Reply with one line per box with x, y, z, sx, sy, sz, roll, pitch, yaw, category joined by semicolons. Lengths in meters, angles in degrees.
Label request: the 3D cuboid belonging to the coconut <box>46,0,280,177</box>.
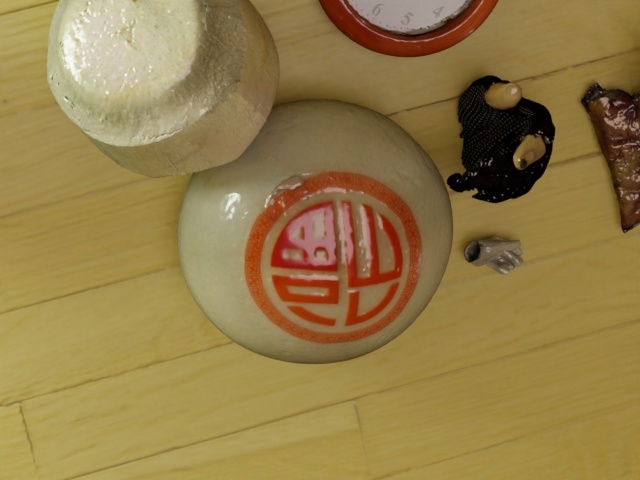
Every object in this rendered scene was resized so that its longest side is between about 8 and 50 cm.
-0.149;-0.166;1.871;0.224;0.234;0.224;-1;84;11;coconut

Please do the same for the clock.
0.090;-0.285;1.964;0.205;0.051;0.205;-3;107;-10;clock

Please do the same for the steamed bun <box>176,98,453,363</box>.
0.000;0.000;1.969;0.283;0.177;0.283;-3;108;-10;steamed bun

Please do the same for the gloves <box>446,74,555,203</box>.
0.195;-0.093;1.979;0.106;0.181;0.129;21;103;-18;gloves

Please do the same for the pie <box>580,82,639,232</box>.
0.336;-0.099;2.086;0.092;0.034;0.170;-24;110;0;pie

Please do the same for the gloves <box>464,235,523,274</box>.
0.184;0.012;2.085;0.081;0.037;0.044;18;140;-32;gloves
